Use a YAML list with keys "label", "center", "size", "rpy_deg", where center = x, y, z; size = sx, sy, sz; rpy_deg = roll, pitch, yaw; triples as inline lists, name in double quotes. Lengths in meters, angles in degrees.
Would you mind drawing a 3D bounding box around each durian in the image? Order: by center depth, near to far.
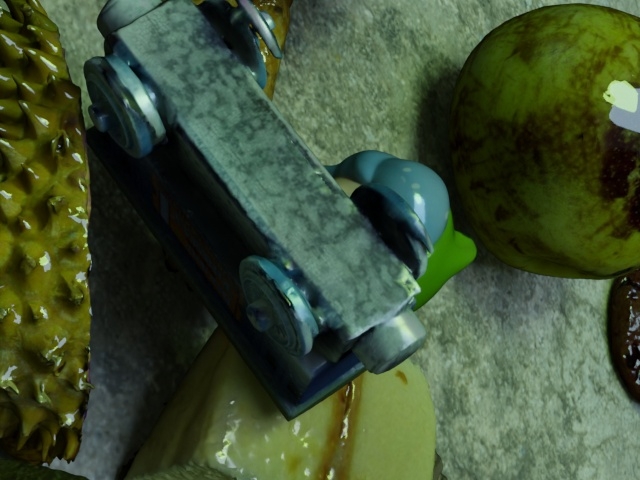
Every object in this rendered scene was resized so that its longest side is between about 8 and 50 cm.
- label: "durian"
  center: [-0.210, -0.013, 0.782]
  size: [0.112, 0.191, 0.341]
  rpy_deg: [-1, 80, -13]

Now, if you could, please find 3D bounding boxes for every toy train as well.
- label: "toy train"
  center: [-0.050, -0.024, 0.798]
  size: [0.131, 0.202, 0.300]
  rpy_deg: [-33, 78, -17]

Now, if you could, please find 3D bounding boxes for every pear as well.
- label: "pear"
  center: [0.258, -0.095, 1.199]
  size: [0.283, 0.283, 0.284]
  rpy_deg: [13, 72, -43]

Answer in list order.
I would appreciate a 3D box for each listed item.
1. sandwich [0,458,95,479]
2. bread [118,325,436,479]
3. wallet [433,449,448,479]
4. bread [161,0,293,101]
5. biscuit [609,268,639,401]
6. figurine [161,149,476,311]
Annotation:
- label: "sandwich"
  center: [-0.179, 0.231, 0.718]
  size: [0.109, 0.292, 0.212]
  rpy_deg: [-50, 130, -63]
- label: "bread"
  center: [-0.020, 0.153, 0.955]
  size: [0.240, 0.135, 0.178]
  rpy_deg: [34, 54, -33]
- label: "wallet"
  center: [0.069, 0.222, 1.091]
  size: [0.118, 0.039, 0.153]
  rpy_deg: [-11, 87, -44]
- label: "bread"
  center: [-0.085, -0.174, 0.999]
  size: [0.114, 0.083, 0.211]
  rpy_deg: [25, 62, -35]
- label: "biscuit"
  center: [0.415, 0.113, 1.458]
  size: [0.192, 0.049, 0.192]
  rpy_deg: [11, 73, -39]
- label: "figurine"
  center: [0.000, 0.000, 0.997]
  size: [0.263, 0.162, 0.143]
  rpy_deg: [-6, 110, -32]
